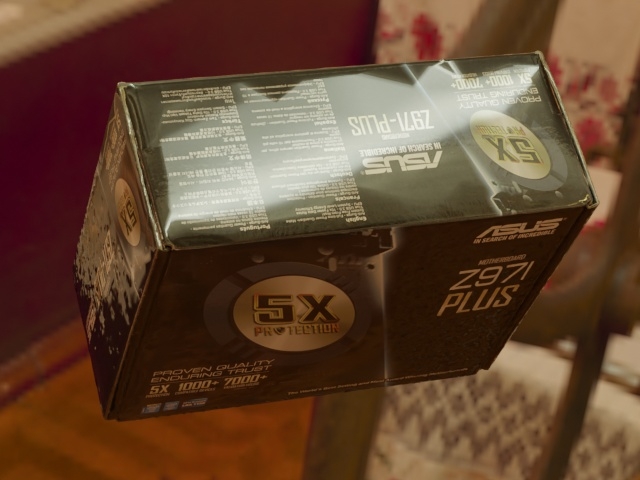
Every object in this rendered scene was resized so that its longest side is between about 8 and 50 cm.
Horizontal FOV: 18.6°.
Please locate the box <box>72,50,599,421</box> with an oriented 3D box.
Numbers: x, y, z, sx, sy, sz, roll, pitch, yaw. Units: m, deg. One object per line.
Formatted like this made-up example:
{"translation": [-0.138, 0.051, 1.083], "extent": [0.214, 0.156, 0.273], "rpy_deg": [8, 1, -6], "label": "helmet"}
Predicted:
{"translation": [0.000, 0.000, 0.804], "extent": [0.180, 0.147, 0.077], "rpy_deg": [-6, 61, -19], "label": "box"}
